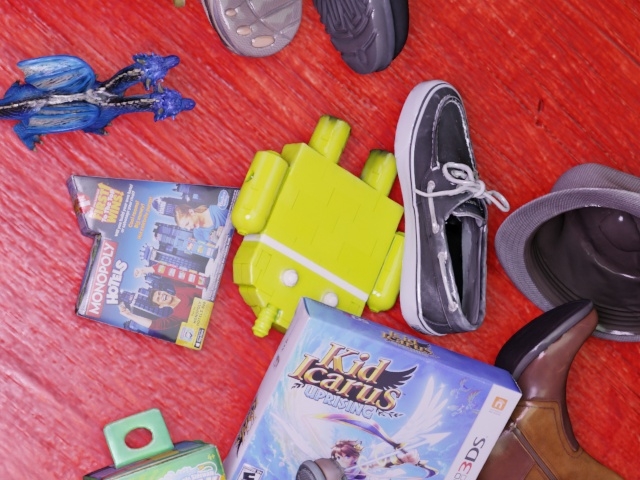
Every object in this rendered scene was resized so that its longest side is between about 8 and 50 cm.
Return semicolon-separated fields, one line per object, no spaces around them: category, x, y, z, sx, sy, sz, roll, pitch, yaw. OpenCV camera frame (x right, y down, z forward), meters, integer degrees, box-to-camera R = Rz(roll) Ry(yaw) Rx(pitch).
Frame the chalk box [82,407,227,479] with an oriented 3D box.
chalk box;-0.171;0.291;1.419;0.132;0.132;0.213;-18;90;-20

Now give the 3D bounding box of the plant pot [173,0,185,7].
plant pot;-0.283;-0.380;1.409;0.254;0.276;0.276;-6;86;-8

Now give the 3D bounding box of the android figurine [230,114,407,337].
android figurine;0.000;0.000;1.528;0.248;0.056;0.273;33;72;-30

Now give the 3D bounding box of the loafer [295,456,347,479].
loafer;0.026;0.341;1.459;0.084;0.096;0.267;-16;123;-20

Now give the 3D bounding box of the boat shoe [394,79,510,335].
boat shoe;0.155;-0.043;1.542;0.113;0.105;0.306;14;77;-38

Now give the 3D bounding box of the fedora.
fedora;0.354;-0.002;1.603;0.275;0.243;0.124;39;45;-18

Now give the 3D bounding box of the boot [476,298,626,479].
boot;0.316;0.245;1.595;0.280;0.096;0.264;43;79;-10

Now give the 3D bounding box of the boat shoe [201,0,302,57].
boat shoe;-0.114;-0.383;1.514;0.132;0.130;0.355;-7;93;-22

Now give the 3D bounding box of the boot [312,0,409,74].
boot;0.187;-0.431;1.628;0.445;0.146;0.367;-18;91;-24

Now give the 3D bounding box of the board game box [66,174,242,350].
board game box;-0.205;0.006;1.478;0.194;0.060;0.194;18;78;-15

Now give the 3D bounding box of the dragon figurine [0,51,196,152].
dragon figurine;-0.286;-0.151;1.424;0.289;0.144;0.085;-7;86;-19

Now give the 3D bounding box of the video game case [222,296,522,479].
video game case;0.054;0.220;1.484;0.269;0.061;0.244;21;106;-15
